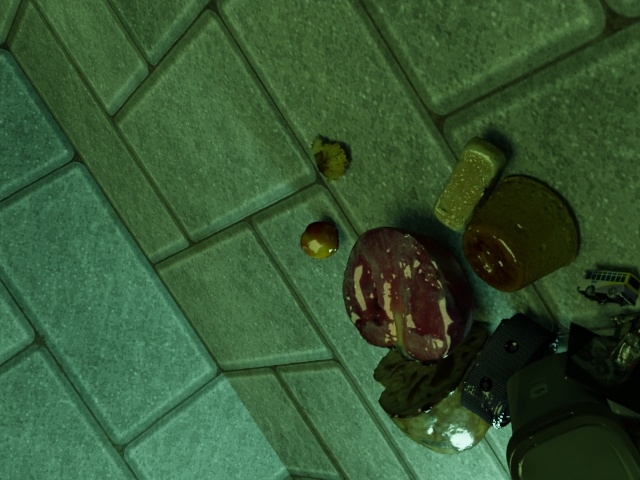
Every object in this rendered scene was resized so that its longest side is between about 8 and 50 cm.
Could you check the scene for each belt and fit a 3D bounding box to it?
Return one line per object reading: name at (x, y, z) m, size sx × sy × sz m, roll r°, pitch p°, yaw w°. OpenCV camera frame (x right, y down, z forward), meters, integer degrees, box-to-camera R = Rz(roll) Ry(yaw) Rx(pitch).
belt at (0.382, 0.264, 1.903) m, size 0.126 × 0.230 × 0.139 m, roll 33°, pitch -176°, yaw 35°

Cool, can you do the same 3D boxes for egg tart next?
egg tart at (0.356, -0.001, 1.708) m, size 0.202 × 0.147 × 0.202 m, roll 41°, pitch 152°, yaw 28°

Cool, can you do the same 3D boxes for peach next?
peach at (0.001, 0.001, 2.331) m, size 0.100 × 0.100 × 0.101 m, roll 38°, pitch 149°, yaw 29°

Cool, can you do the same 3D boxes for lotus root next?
lotus root at (0.267, 0.353, 2.114) m, size 0.316 × 0.316 × 0.250 m, roll 14°, pitch 141°, yaw 52°

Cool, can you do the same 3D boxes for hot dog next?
hot dog at (0.291, -0.111, 1.765) m, size 0.084 × 0.073 × 0.242 m, roll 41°, pitch 148°, yaw 16°

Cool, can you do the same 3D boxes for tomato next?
tomato at (0.218, 0.103, 2.028) m, size 0.335 × 0.176 × 0.290 m, roll 11°, pitch 111°, yaw 47°

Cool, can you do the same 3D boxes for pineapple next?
pineapple at (0.007, -0.195, 2.129) m, size 0.114 × 0.077 × 0.114 m, roll 55°, pitch 152°, yaw 29°

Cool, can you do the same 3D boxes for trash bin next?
trash bin at (0.458, 0.356, 1.706) m, size 0.219 × 0.220 × 0.250 m, roll 57°, pitch -163°, yaw -22°

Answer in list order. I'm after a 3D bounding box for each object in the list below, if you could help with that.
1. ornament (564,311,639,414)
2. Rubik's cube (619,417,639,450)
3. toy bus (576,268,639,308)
ornament at (0.550, 0.162, 1.616) m, size 0.153 × 0.166 × 0.196 m, roll 27°, pitch 128°, yaw -2°
Rubik's cube at (0.574, 0.513, 1.849) m, size 0.238 × 0.237 × 0.237 m, roll 0°, pitch 124°, yaw 56°
toy bus at (0.514, 0.082, 1.645) m, size 0.052 × 0.058 × 0.102 m, roll 35°, pitch 164°, yaw -30°
